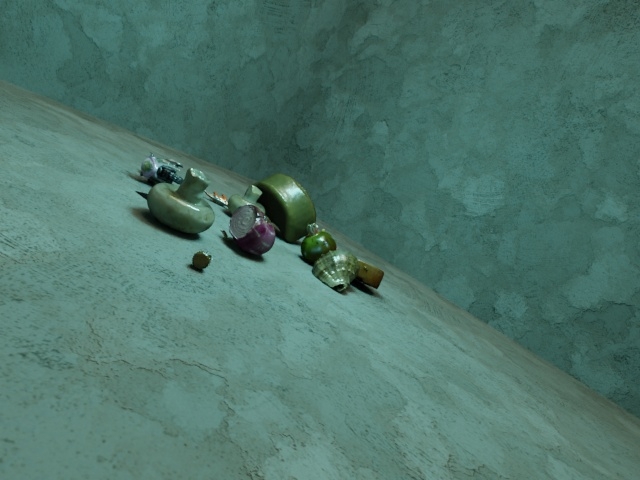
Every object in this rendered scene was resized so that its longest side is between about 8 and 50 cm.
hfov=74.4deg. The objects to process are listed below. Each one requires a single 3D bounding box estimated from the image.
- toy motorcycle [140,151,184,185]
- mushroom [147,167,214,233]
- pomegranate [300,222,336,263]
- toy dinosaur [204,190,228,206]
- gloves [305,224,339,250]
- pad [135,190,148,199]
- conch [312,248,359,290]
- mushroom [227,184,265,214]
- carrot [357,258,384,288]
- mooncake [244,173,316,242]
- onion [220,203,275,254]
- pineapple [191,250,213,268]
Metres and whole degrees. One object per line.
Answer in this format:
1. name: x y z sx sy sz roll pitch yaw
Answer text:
1. toy motorcycle: -0.765 -0.334 1.991 0.188 0.143 0.327 22 3 -36
2. mushroom: -0.478 -0.149 1.508 0.243 0.243 0.243 28 8 -4
3. pomegranate: -0.017 0.013 2.086 0.180 0.210 0.180 -16 12 3
4. toy dinosaur: -0.537 -0.215 2.321 0.279 0.055 0.101 26 18 -23
5. gloves: -0.006 0.008 2.474 0.241 0.126 0.145 30 32 -6
6. pad: -0.657 -0.160 1.754 0.127 0.004 0.190 33 9 26
7. conch: 0.085 0.119 1.943 0.210 0.159 0.291 28 9 -8
8. mushroom: -0.378 -0.196 2.208 0.204 0.204 0.204 28 8 -4
9. carrot: 0.178 0.145 2.182 0.307 0.100 0.258 23 -9 28
10. mooncake: -0.219 -0.173 2.369 0.393 0.246 0.394 -20 -78 55
11. onion: -0.265 -0.032 1.696 0.200 0.201 0.207 21 -2 -42
12. pineapple: -0.359 0.058 1.283 0.058 0.058 0.124 27 -5 -10
